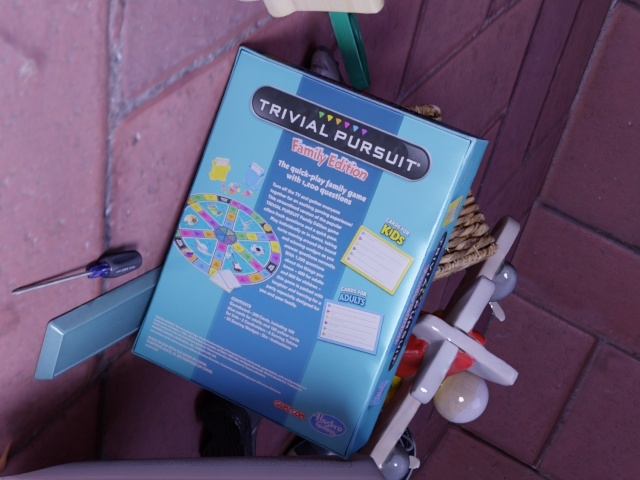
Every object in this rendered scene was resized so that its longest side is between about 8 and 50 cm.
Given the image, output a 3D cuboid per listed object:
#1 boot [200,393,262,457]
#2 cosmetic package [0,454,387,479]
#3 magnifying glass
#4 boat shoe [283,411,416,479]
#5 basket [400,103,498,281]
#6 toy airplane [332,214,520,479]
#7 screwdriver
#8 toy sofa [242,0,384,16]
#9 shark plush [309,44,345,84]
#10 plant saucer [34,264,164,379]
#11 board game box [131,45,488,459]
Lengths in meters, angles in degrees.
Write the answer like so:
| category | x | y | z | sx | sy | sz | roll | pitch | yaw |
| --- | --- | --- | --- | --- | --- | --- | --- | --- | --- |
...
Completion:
| category | x | y | z | sx | sy | sz | roll | pitch | yaw |
| --- | --- | --- | --- | --- | --- | --- | --- | --- | --- |
| boot | -0.096 | 0.235 | 1.573 | 0.161 | 0.083 | 0.246 | -57 | 165 | -33 |
| cosmetic package | -0.101 | 0.374 | 1.042 | 0.393 | 0.328 | 0.329 | 88 | 2 | -82 |
| magnifying glass | 0.020 | -0.243 | 1.201 | 0.231 | 0.026 | 0.092 | 63 | 18 | -62 |
| boat shoe | 0.082 | 0.399 | 2.156 | 0.156 | 0.187 | 0.500 | -60 | 159 | 13 |
| basket | 0.037 | -0.024 | 1.402 | 0.299 | 0.223 | 0.213 | -18 | 173 | -45 |
| toy airplane | 0.163 | 0.174 | 1.621 | 0.386 | 0.272 | 0.384 | -37 | -153 | 24 |
| screwdriver | -0.221 | 0.033 | 1.008 | 0.025 | 0.024 | 0.170 | -38 | 170 | 33 |
| toy sofa | 0.045 | -0.363 | 0.989 | 0.362 | 0.177 | 0.150 | -52 | 136 | -29 |
| shark plush | 0.022 | -0.183 | 1.310 | 0.161 | 0.073 | 0.067 | 3 | 84 | -66 |
| plant saucer | -0.210 | 0.081 | 1.105 | 0.192 | 0.018 | 0.067 | -32 | 147 | -60 |
| board game box | -0.014 | 0.009 | 1.115 | 0.336 | 0.254 | 0.079 | -69 | 164 | 10 |
